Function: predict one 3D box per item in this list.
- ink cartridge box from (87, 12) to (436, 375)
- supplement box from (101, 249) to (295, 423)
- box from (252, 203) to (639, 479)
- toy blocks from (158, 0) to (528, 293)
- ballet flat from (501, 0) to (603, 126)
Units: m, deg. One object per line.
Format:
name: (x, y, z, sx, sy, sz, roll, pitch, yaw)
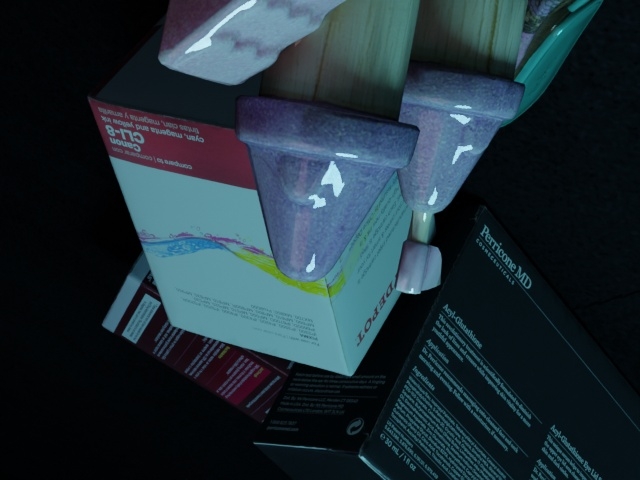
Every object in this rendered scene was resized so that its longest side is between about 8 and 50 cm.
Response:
ink cartridge box: (-0.023, -0.037, 0.725, 0.127, 0.128, 0.176, 13, 138, 26)
supplement box: (-0.045, 0.084, 1.029, 0.239, 0.073, 0.130, 33, 153, -5)
box: (0.105, 0.131, 0.848, 0.103, 0.184, 0.261, -2, 138, 48)
toy blocks: (0.022, -0.109, 0.347, 0.309, 0.260, 0.288, 13, -176, 26)
ballet flat: (0.102, -0.126, 0.562, 0.079, 0.077, 0.221, 49, 152, 5)
